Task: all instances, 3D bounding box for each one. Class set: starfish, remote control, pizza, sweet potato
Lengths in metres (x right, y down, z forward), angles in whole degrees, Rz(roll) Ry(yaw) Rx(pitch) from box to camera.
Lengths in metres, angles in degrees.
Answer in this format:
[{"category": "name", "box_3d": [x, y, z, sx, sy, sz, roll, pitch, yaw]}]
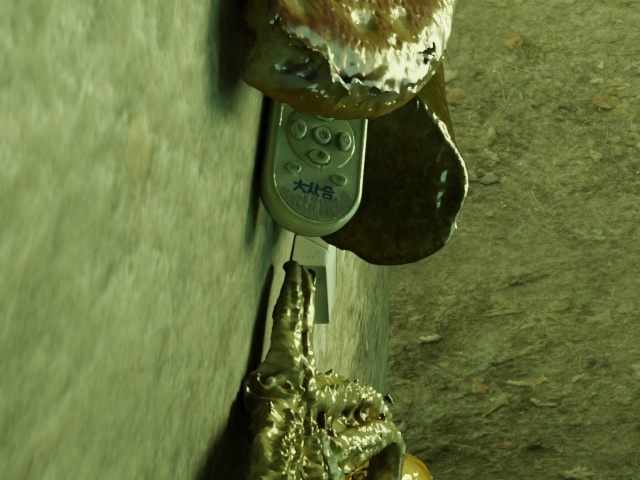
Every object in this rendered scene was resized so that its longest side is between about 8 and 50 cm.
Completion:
[{"category": "starfish", "box_3d": [0.012, 0.206, 0.749, 0.432, 0.082, 0.324, -96, 161, -62]}, {"category": "remote control", "box_3d": [-0.002, -0.105, 0.800, 0.042, 0.078, 0.221, 133, -34, -60]}, {"category": "pizza", "box_3d": [0.019, -0.167, 0.732, 0.161, 0.085, 0.305, 59, 37, -7]}, {"category": "sweet potato", "box_3d": [0.052, -0.129, 0.959, 0.370, 0.158, 0.158, -86, 176, -53]}]

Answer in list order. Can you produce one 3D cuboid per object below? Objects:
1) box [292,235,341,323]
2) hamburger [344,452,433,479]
[{"category": "box", "box_3d": [0.001, 0.000, 1.031, 0.154, 0.040, 0.084, -79, 172, -45]}, {"category": "hamburger", "box_3d": [0.077, 0.435, 1.392, 0.318, 0.158, 0.318, 2, 90, -82]}]
